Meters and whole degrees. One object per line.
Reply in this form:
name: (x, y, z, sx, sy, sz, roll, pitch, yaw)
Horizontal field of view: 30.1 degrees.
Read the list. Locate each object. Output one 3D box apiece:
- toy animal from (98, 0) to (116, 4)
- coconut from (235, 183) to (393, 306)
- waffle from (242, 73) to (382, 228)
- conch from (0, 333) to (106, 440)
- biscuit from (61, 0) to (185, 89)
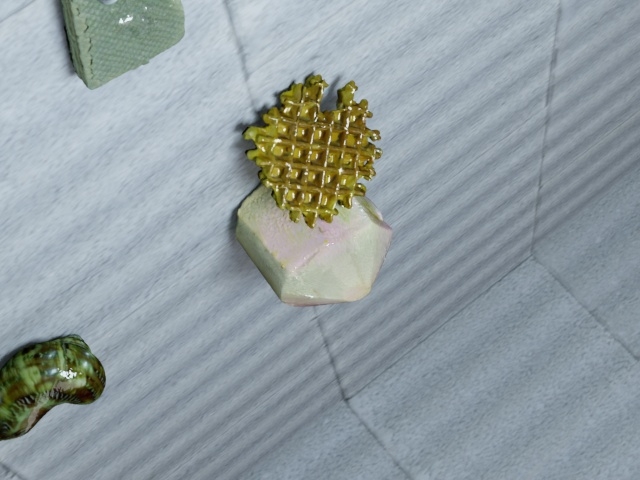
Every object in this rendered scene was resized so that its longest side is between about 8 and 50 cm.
toy animal: (-0.147, -0.392, 1.174, 0.310, 0.183, 0.247, -33, 155, -18)
coconut: (0.000, 0.000, 2.016, 0.233, 0.245, 0.233, -34, 153, -19)
waffle: (-0.004, -0.141, 1.870, 0.229, 0.051, 0.231, -42, 121, -24)
conch: (-0.438, 0.226, 1.899, 0.187, 0.124, 0.181, -26, 178, 32)
biscuit: (-0.230, -0.292, 1.389, 0.150, 0.052, 0.252, -32, 155, -21)
